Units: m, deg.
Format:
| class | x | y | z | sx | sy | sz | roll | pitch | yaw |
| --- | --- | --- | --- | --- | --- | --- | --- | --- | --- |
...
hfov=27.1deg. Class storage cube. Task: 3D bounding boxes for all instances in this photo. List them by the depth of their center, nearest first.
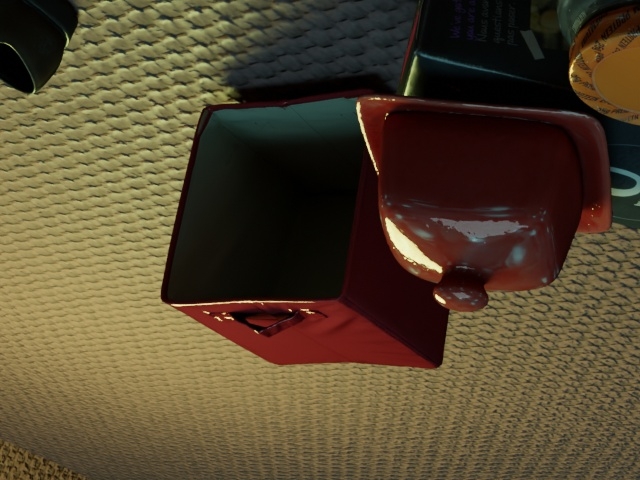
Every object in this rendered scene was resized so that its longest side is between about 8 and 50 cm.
| class | x | y | z | sx | sy | sz | roll | pitch | yaw |
| --- | --- | --- | --- | --- | --- | --- | --- | --- | --- |
| storage cube | 0.000 | 0.000 | 1.176 | 0.184 | 0.215 | 0.193 | -3 | 158 | 31 |

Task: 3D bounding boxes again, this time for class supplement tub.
| class | x | y | z | sx | sy | sz | roll | pitch | yaw |
| --- | --- | --- | --- | --- | --- | --- | --- | --- | --- |
| supplement tub | 0.194 | -0.165 | 0.727 | 0.117 | 0.190 | 0.117 | 11 | 157 | 5 |

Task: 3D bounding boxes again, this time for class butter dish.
| class | x | y | z | sx | sy | sz | roll | pitch | yaw |
| --- | --- | --- | --- | --- | --- | --- | --- | --- | --- |
| butter dish | 0.100 | -0.011 | 0.854 | 0.160 | 0.118 | 0.160 | 8 | 156 | 18 |

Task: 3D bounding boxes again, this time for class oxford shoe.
| class | x | y | z | sx | sy | sz | roll | pitch | yaw |
| --- | --- | --- | --- | --- | --- | --- | --- | --- | --- |
| oxford shoe | -0.297 | -0.191 | 1.046 | 0.227 | 0.096 | 0.083 | 32 | 152 | -32 |

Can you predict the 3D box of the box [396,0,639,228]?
| class | x | y | z | sx | sy | sz | roll | pitch | yaw |
| --- | --- | --- | --- | --- | --- | --- | --- | --- | --- |
| box | 0.193 | -0.112 | 0.904 | 0.270 | 0.143 | 0.165 | 13 | 156 | 1 |
